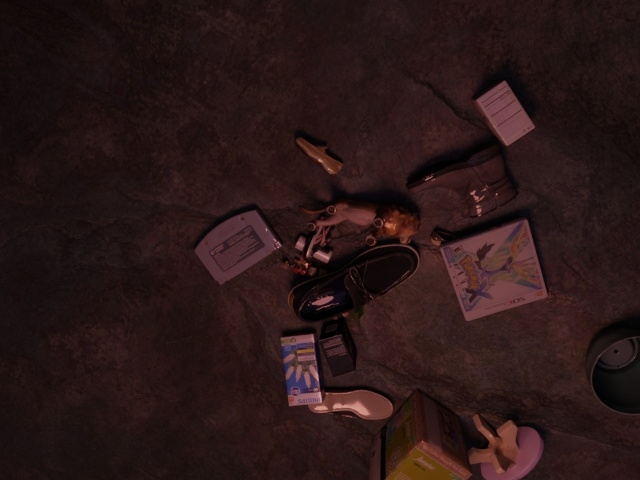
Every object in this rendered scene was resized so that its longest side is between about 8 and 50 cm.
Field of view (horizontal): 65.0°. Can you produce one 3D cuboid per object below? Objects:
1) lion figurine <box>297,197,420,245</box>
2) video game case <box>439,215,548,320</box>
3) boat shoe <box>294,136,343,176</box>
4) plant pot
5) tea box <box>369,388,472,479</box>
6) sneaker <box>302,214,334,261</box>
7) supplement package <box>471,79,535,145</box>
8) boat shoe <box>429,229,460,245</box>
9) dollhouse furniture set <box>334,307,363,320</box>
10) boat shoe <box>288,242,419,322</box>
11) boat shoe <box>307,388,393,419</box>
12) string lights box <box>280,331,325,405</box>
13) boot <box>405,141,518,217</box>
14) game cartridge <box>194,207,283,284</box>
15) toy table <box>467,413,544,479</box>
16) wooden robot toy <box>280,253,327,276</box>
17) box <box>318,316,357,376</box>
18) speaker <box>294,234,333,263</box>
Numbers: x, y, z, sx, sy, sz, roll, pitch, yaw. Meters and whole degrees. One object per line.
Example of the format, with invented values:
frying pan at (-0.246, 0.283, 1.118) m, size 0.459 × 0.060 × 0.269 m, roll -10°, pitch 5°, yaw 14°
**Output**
lion figurine at (0.141, -0.087, 1.727) m, size 0.392 × 0.240 × 0.142 m, roll 21°, pitch 119°, yaw 16°
video game case at (0.608, 0.108, 1.759) m, size 0.300 × 0.036 × 0.329 m, roll -20°, pitch 113°, yaw 12°
boat shoe at (-0.003, -0.304, 1.742) m, size 0.190 × 0.068 × 0.072 m, roll 39°, pitch 95°, yaw -15°
plant pot at (1.054, 0.420, 1.738) m, size 0.293 × 0.196 × 0.293 m, roll 2°, pitch 107°, yaw 7°
tea box at (0.358, 0.800, 1.868) m, size 0.220 × 0.329 × 0.323 m, roll 35°, pitch 106°, yaw -3°
sneaker at (0.000, 0.000, 1.790) m, size 0.077 × 0.072 × 0.178 m, roll 29°, pitch 75°, yaw -12°
supplement package at (0.581, -0.408, 1.609) m, size 0.105 × 0.105 × 0.179 m, roll -35°, pitch 99°, yaw 15°
boat shoe at (0.462, 0.006, 1.763) m, size 0.152 × 0.056 × 0.049 m, roll 16°, pitch 141°, yaw 3°
dollhouse furniture set at (0.083, 0.259, 1.908) m, size 0.152 × 0.058 × 0.076 m, roll 7°, pitch 115°, yaw 25°
boat shoe at (0.125, 0.161, 1.781) m, size 0.500 × 0.156 × 0.187 m, roll -22°, pitch 110°, yaw 1°
boat shoe at (0.115, 0.641, 1.989) m, size 0.335 × 0.095 × 0.112 m, roll 4°, pitch 77°, yaw 2°
string lights box at (-0.066, 0.489, 1.926) m, size 0.133 × 0.077 × 0.259 m, roll -9°, pitch 85°, yaw 10°
boot at (0.477, -0.168, 1.692) m, size 0.338 × 0.118 × 0.222 m, roll -20°, pitch 108°, yaw 17°
game cartridge at (-0.313, 0.014, 1.873) m, size 0.297 × 0.062 × 0.198 m, roll -31°, pitch 96°, yaw 15°
toy table at (0.673, 0.780, 1.885) m, size 0.161 × 0.252 × 0.274 m, roll 35°, pitch 99°, yaw -21°
wooden robot toy at (-0.056, 0.083, 1.853) m, size 0.173 × 0.076 × 0.079 m, roll 14°, pitch 96°, yaw 3°
box at (0.068, 0.396, 1.879) m, size 0.093 × 0.156 × 0.158 m, roll -18°, pitch 103°, yaw 11°
speaker at (-0.025, 0.032, 1.839) m, size 0.136 × 0.055 × 0.055 m, roll 27°, pitch 107°, yaw 0°
